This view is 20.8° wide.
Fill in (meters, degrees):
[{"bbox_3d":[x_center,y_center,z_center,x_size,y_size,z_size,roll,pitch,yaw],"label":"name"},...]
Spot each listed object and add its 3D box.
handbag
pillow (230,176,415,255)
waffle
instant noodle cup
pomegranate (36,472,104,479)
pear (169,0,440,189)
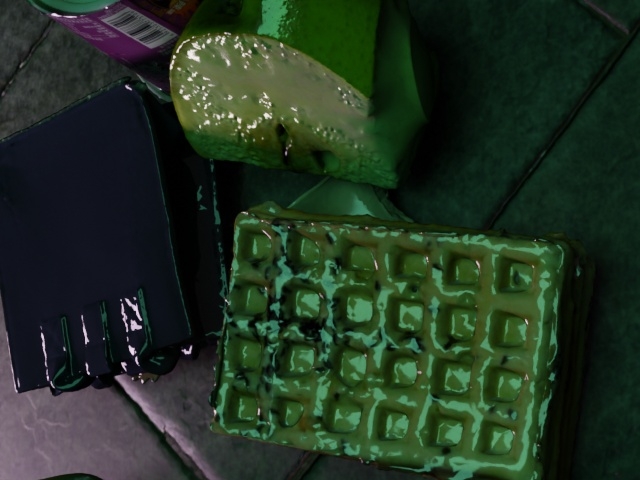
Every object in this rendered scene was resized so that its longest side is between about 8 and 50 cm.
[{"bbox_3d":[-0.240,0.010,1.993,0.303,0.122,0.329,-20,74,39],"label":"handbag"},{"bbox_3d":[0.000,0.000,1.893,0.208,0.053,0.119,-39,63,24],"label":"pillow"},{"bbox_3d":[0.077,0.100,1.754,0.376,0.114,0.261,8,94,27],"label":"waffle"},{"bbox_3d":[-0.182,-0.339,1.952,0.340,0.266,0.339,-8,76,32],"label":"instant noodle cup"},{"bbox_3d":[-0.295,0.334,1.938,0.131,0.191,0.152,0,81,16],"label":"pomegranate"},{"bbox_3d":[-0.021,-0.205,1.786,0.286,0.282,0.176,9,61,25],"label":"pear"}]
